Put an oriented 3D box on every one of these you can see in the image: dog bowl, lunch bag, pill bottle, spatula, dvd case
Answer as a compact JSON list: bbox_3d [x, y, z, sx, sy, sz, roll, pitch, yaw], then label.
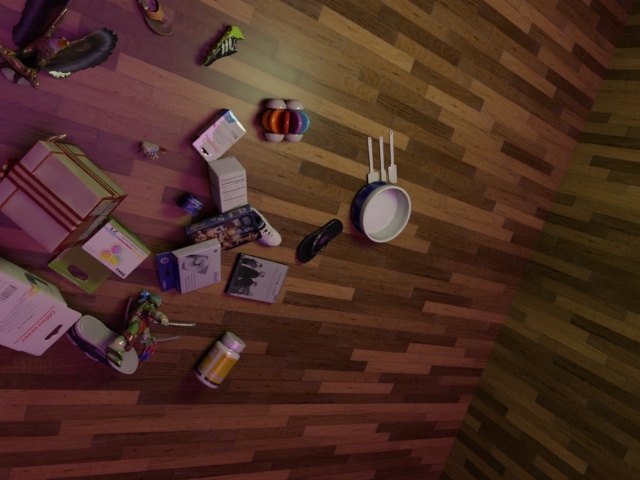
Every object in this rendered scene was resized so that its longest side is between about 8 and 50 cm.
[{"bbox_3d":[0.274,-0.131,2.153,0.264,0.104,0.265,-13,118,-26],"label":"dog bowl"},{"bbox_3d":[-0.463,-0.131,1.711,0.067,0.098,0.065,39,83,-30],"label":"lunch bag"},{"bbox_3d":[-0.409,0.487,1.958,0.119,0.119,0.209,40,85,-35],"label":"pill bottle"},{"bbox_3d":[0.274,-0.355,2.136,0.168,0.019,0.242,-18,116,-24],"label":"spatula"},{"bbox_3d":[-0.260,0.160,1.986,0.238,0.029,0.180,17,97,-36],"label":"dvd case"}]

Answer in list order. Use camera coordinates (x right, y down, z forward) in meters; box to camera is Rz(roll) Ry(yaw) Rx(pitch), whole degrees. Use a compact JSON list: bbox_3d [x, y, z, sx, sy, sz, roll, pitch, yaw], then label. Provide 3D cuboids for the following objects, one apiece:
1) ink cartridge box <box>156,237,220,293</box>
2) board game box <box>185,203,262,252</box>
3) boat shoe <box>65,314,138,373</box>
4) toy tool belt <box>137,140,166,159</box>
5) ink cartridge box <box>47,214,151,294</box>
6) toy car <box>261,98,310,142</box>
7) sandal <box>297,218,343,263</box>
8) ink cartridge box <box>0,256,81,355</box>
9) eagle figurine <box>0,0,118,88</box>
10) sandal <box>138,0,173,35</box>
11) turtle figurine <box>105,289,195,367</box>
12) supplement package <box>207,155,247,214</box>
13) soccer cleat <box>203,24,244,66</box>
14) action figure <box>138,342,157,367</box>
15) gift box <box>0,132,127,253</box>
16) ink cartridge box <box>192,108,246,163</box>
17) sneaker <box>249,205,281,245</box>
[{"bbox_3d":[-0.479,0.106,1.764,0.223,0.045,0.223,-17,143,-24],"label":"ink cartridge box"},{"bbox_3d":[-0.354,-0.030,1.770,0.243,0.042,0.165,-21,142,-4],"label":"board game box"},{"bbox_3d":[-0.779,0.376,1.709,0.303,0.091,0.114,61,29,-31],"label":"boat shoe"},{"bbox_3d":[-0.571,-0.300,1.619,0.083,0.052,0.051,15,130,-32],"label":"toy tool belt"},{"bbox_3d":[-0.737,0.061,1.603,0.255,0.097,0.189,-47,131,-10],"label":"ink cartridge box"},{"bbox_3d":[-0.121,-0.444,1.785,0.181,0.136,0.159,-6,110,-30],"label":"toy car"},{"bbox_3d":[0.000,-0.001,2.072,0.254,0.054,0.097,-43,124,-11],"label":"sandal"},{"bbox_3d":[-0.955,0.204,1.480,0.207,0.119,0.353,-46,145,-9],"label":"ink cartridge box"},{"bbox_3d":[-0.757,-0.562,1.347,0.226,0.225,0.298,109,6,-57],"label":"eagle figurine"},{"bbox_3d":[-0.523,-0.726,1.486,0.072,0.049,0.180,-35,122,-17],"label":"sandal"},{"bbox_3d":[-0.610,0.340,1.700,0.266,0.197,0.275,-52,123,-39],"label":"turtle figurine"},{"bbox_3d":[-0.334,-0.196,1.730,0.105,0.105,0.179,-19,138,-24],"label":"supplement package"},{"bbox_3d":[-0.328,-0.652,1.629,0.179,0.060,0.072,-53,127,-8],"label":"soccer cleat"},{"bbox_3d":[-0.667,0.435,1.836,0.038,0.030,0.115,42,82,-30],"label":"action figure"},{"bbox_3d":[-0.751,-0.155,1.399,0.258,0.255,0.276,43,88,-8],"label":"gift box"},{"bbox_3d":[-0.368,-0.371,1.704,0.181,0.061,0.104,-45,125,-10],"label":"ink cartridge box"},{"bbox_3d":[-0.235,-0.049,1.892,0.085,0.086,0.237,-51,127,-8],"label":"sneaker"}]
